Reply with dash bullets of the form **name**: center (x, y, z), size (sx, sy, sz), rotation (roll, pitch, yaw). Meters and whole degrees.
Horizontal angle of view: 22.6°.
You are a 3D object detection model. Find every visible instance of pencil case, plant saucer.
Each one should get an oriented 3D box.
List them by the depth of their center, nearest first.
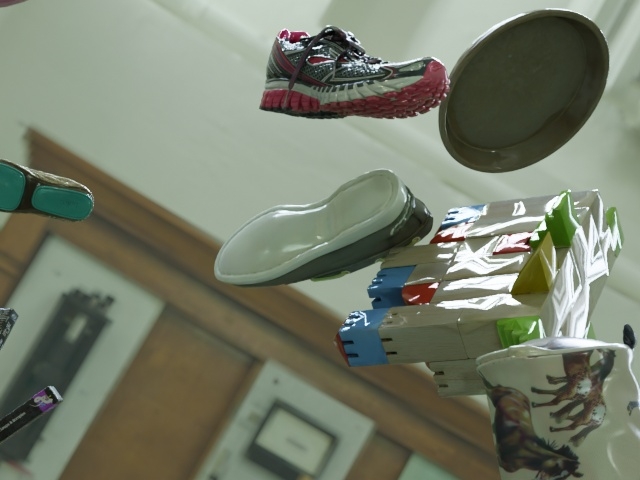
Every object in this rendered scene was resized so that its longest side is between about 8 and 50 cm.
- **pencil case**: center (0.269, 0.293, 1.537), size (0.160, 0.410, 0.183), rotation (-19, -12, 36)
- **plant saucer**: center (0.288, -0.219, 2.306), size (0.278, 0.278, 0.041), rotation (41, 12, -46)

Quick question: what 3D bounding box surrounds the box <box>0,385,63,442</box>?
- **box**: center (-0.429, 0.255, 2.192), size (0.029, 0.162, 0.116), rotation (54, -9, 1)

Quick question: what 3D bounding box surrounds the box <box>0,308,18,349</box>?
- **box**: center (-0.497, 0.131, 2.376), size (0.083, 0.067, 0.018), rotation (-2, -42, 28)

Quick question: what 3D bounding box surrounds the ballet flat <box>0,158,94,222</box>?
- **ballet flat**: center (-0.413, -0.071, 2.203), size (0.206, 0.073, 0.067), rotation (20, 5, -34)

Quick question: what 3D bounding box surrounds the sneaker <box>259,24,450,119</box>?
- **sneaker**: center (0.032, -0.210, 1.976), size (0.121, 0.112, 0.299), rotation (6, 0, -45)

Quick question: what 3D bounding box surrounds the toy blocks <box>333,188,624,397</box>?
- **toy blocks**: center (0.180, 0.062, 1.865), size (0.261, 0.381, 0.191), rotation (-7, -64, 28)

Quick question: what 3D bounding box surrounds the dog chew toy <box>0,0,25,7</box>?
- **dog chew toy**: center (-0.298, -0.370, 1.781), size (0.331, 0.207, 0.206), rotation (-2, -24, 24)

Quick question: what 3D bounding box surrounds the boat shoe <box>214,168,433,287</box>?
- **boat shoe**: center (0.000, 0.004, 2.001), size (0.305, 0.109, 0.091), rotation (-21, -40, 34)
